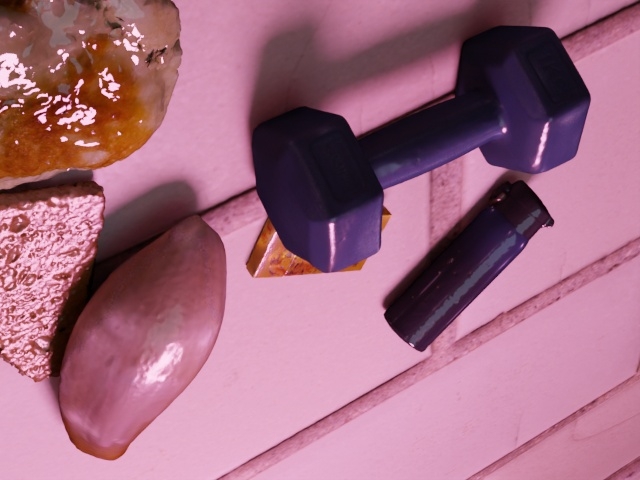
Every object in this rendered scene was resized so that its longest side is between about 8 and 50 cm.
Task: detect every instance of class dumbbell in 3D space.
[{"bbox_3d":[0.098,-0.094,0.936,0.325,0.160,0.144,-24,114,-20],"label":"dumbbell"}]

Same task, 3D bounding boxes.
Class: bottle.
[{"bbox_3d":[0.183,0.029,1.214,0.244,0.082,0.072,-46,-171,11],"label":"bottle"}]

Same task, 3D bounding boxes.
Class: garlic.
[{"bbox_3d":[-0.180,0.117,0.956,0.143,0.112,0.318,-27,158,-50],"label":"garlic"}]

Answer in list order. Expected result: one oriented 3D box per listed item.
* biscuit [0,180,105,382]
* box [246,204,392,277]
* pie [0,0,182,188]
[{"bbox_3d":[-0.267,0.048,0.867,0.131,0.026,0.237,-11,138,-33],"label":"biscuit"},{"bbox_3d":[0.000,0.000,1.057,0.156,0.022,0.089,-1,130,-41],"label":"box"},{"bbox_3d":[-0.234,-0.110,0.678,0.274,0.105,0.257,7,139,-43],"label":"pie"}]
